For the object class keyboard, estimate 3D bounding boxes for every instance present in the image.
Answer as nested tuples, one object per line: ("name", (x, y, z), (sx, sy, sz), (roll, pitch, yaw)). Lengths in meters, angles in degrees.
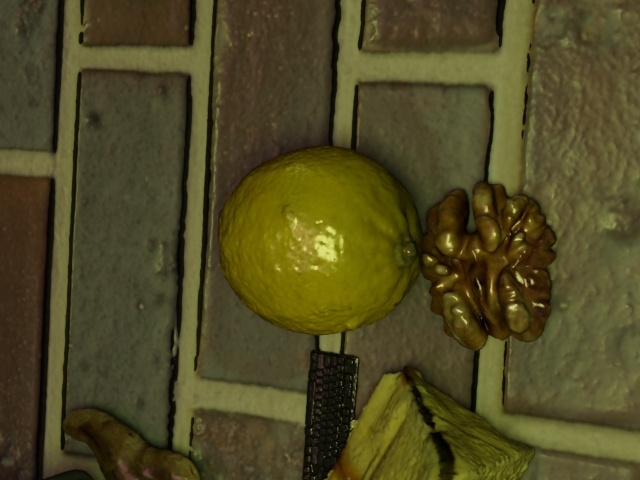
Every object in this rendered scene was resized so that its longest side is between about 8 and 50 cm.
("keyboard", (0.009, 0.220, 1.232), (0.060, 0.018, 0.195), (6, 95, 25))

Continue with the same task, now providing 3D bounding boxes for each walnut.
("walnut", (0.167, 0.025, 1.127), (0.143, 0.069, 0.170), (-15, 84, 24))

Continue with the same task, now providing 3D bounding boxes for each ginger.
("ginger", (-0.192, 0.345, 1.293), (0.166, 0.080, 0.333), (-17, 80, 24))

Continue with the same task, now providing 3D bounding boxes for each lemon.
("lemon", (0.000, 0.000, 1.128), (0.231, 0.192, 0.192), (0, 93, 40))

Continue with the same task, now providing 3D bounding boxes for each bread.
("bread", (0.060, 0.278, 1.089), (0.198, 0.236, 0.263), (28, 102, 16))

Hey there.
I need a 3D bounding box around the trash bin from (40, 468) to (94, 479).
("trash bin", (-0.358, 0.388, 1.285), (0.290, 0.182, 0.209), (-30, 79, 41))
